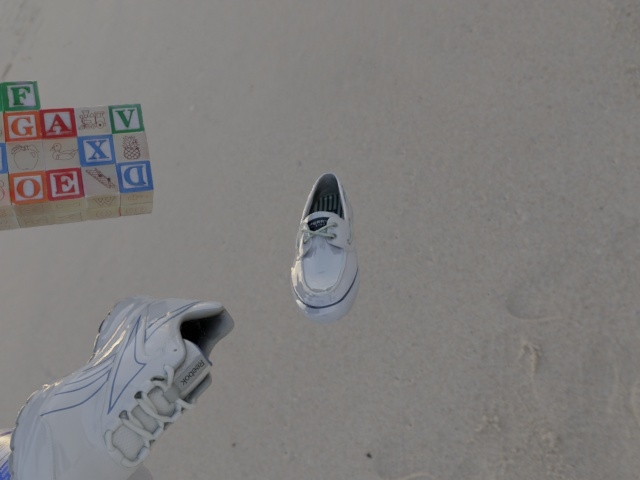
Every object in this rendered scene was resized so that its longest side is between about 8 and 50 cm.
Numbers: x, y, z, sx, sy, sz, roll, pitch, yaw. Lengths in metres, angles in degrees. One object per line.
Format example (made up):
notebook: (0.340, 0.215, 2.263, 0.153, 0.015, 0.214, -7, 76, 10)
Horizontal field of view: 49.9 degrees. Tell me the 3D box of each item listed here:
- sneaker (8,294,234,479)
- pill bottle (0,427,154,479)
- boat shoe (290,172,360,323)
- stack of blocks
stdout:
sneaker: (-0.179, 0.145, 0.651, 0.129, 0.111, 0.297, -12, 32, 23)
pill bottle: (-0.339, 0.304, 0.798, 0.271, 0.152, 0.152, 1, 59, 29)
boat shoe: (0.000, 0.000, 0.824, 0.083, 0.076, 0.226, -10, 35, 7)
stack of blocks: (-0.378, -0.110, 0.890, 0.087, 0.297, 0.171, 128, 132, -66)
